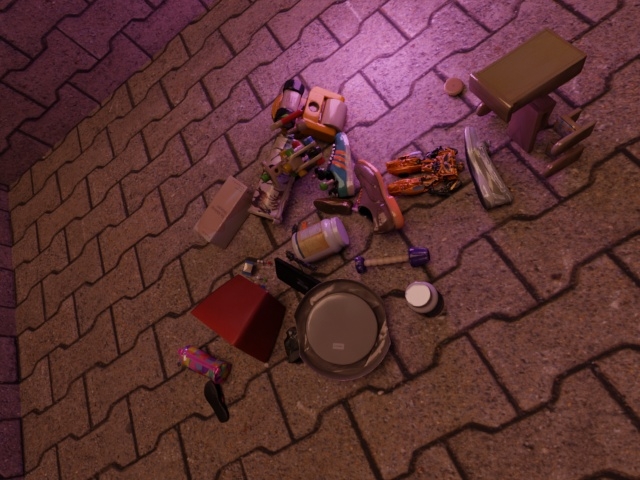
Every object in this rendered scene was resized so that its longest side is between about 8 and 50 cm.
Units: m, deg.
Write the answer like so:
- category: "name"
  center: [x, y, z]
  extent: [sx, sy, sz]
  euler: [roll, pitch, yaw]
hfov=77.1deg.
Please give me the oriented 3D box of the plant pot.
- category: "plant pot"
  center: [-0.301, 0.298, 1.619]
  extent: [0.268, 0.267, 0.235]
  euler: [26, 73, 31]

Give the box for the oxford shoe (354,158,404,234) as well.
- category: "oxford shoe"
  center: [0.192, -0.178, 1.572]
  extent: [0.133, 0.130, 0.363]
  euler: [-23, 54, -2]

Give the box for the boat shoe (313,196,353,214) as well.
- category: "boat shoe"
  center: [0.055, -0.153, 1.704]
  extent: [0.178, 0.064, 0.060]
  euler: [10, 47, 28]

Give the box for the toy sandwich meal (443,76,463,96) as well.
- category: "toy sandwich meal"
  center: [0.542, -0.627, 1.639]
  extent: [0.086, 0.029, 0.085]
  euler: [-3, 78, 16]

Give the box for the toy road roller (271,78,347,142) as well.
- category: "toy road roller"
  center: [-0.061, -0.566, 1.850]
  extent: [0.330, 0.240, 0.202]
  euler: [15, 77, -8]

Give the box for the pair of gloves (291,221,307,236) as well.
- category: "pair of gloves"
  center: [-0.090, -0.039, 1.760]
  extent: [0.083, 0.010, 0.074]
  euler: [-16, 67, 24]

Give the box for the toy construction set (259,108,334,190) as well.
- category: "toy construction set"
  center: [-0.137, -0.334, 1.592]
  extent: [0.237, 0.308, 0.257]
  euler: [-31, 43, -11]

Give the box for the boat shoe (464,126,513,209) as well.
- category: "boat shoe"
  center: [0.592, -0.270, 1.443]
  extent: [0.103, 0.118, 0.320]
  euler: [-16, 70, 15]

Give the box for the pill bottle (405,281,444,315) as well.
- category: "pill bottle"
  center: [0.349, 0.197, 1.358]
  extent: [0.108, 0.180, 0.107]
  euler: [-9, 69, 24]

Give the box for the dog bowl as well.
- category: "dog bowl"
  center: [0.076, 0.311, 1.435]
  extent: [0.349, 0.102, 0.348]
  euler: [0, 84, 4]

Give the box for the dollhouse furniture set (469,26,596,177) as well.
- category: "dollhouse furniture set"
  center: [0.638, -0.414, 1.295]
  extent: [0.257, 0.394, 0.362]
  euler: [-32, 62, 3]

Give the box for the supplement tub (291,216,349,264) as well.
- category: "supplement tub"
  center: [0.000, 0.000, 1.623]
  extent: [0.200, 0.144, 0.144]
  euler: [-24, 64, 17]

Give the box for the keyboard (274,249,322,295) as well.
- category: "keyboard"
  center: [-0.064, 0.144, 1.601]
  extent: [0.317, 0.201, 0.033]
  euler: [26, 47, 30]

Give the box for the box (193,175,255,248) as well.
- category: "box"
  center: [-0.442, -0.132, 1.903]
  extent: [0.148, 0.121, 0.311]
  euler: [33, 89, 31]

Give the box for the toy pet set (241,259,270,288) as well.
- category: "toy pet set"
  center: [-0.289, 0.141, 1.783]
  extent: [0.114, 0.065, 0.122]
  euler: [15, 81, -5]

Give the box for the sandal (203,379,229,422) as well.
- category: "sandal"
  center: [-0.430, 0.669, 1.674]
  extent: [0.067, 0.040, 0.179]
  euler: [-36, 75, 18]

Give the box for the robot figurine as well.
- category: "robot figurine"
  center: [0.401, -0.263, 1.548]
  extent: [0.291, 0.085, 0.210]
  euler: [-10, 70, 24]

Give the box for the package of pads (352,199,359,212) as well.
- category: "package of pads"
  center: [0.176, -0.131, 1.646]
  extent: [0.083, 0.032, 0.050]
  euler: [26, 82, 31]

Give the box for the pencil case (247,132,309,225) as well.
- category: "pencil case"
  center: [-0.184, -0.267, 1.800]
  extent: [0.184, 0.160, 0.409]
  euler: [11, 77, 43]

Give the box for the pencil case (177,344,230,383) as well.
- category: "pencil case"
  center: [-0.501, 0.527, 1.715]
  extent: [0.237, 0.104, 0.104]
  euler: [13, 79, 27]

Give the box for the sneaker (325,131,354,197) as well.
- category: "sneaker"
  center: [0.071, -0.325, 1.706]
  extent: [0.121, 0.108, 0.301]
  euler: [-6, 70, 2]

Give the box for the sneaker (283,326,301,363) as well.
- category: "sneaker"
  center: [-0.052, 0.366, 1.555]
  extent: [0.228, 0.087, 0.130]
  euler: [-37, 67, 17]

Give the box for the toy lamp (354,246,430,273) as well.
- category: "toy lamp"
  center: [0.268, 0.073, 1.503]
  extent: [0.275, 0.080, 0.080]
  euler: [-11, 68, 23]
